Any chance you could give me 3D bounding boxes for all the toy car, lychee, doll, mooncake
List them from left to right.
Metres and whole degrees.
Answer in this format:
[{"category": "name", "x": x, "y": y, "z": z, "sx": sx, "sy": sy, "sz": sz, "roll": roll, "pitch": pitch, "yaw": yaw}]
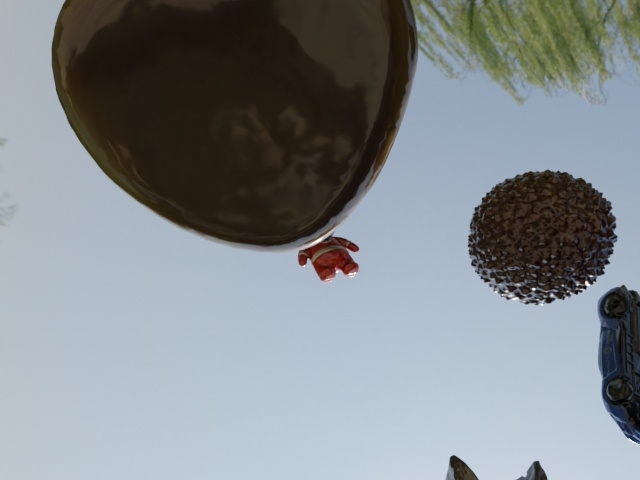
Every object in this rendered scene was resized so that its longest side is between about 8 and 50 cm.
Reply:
[{"category": "mooncake", "x": -0.046, "y": -0.105, "z": 0.392, "sx": 0.235, "sy": 0.235, "sz": 0.117, "roll": -44, "pitch": -156, "yaw": 19}, {"category": "doll", "x": 0.000, "y": 0.000, "z": 1.241, "sx": 0.245, "sy": 0.142, "sz": 0.076, "roll": -119, "pitch": -154, "yaw": -44}, {"category": "lychee", "x": 0.290, "y": -0.004, "z": 0.722, "sx": 0.188, "sy": 0.188, "sz": 0.188, "roll": -14, "pitch": -113, "yaw": 35}, {"category": "toy car", "x": 0.422, "y": 0.167, "z": 0.752, "sx": 0.063, "sy": 0.103, "sz": 0.216, "roll": -35, "pitch": -148, "yaw": 55}]

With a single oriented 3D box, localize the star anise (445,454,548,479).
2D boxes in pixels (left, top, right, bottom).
[{"category": "star anise", "x": 0.174, "y": 0.364, "z": 0.576, "sx": 0.212, "sy": 0.129, "sz": 0.282, "roll": 36, "pitch": -102, "yaw": 3}]
